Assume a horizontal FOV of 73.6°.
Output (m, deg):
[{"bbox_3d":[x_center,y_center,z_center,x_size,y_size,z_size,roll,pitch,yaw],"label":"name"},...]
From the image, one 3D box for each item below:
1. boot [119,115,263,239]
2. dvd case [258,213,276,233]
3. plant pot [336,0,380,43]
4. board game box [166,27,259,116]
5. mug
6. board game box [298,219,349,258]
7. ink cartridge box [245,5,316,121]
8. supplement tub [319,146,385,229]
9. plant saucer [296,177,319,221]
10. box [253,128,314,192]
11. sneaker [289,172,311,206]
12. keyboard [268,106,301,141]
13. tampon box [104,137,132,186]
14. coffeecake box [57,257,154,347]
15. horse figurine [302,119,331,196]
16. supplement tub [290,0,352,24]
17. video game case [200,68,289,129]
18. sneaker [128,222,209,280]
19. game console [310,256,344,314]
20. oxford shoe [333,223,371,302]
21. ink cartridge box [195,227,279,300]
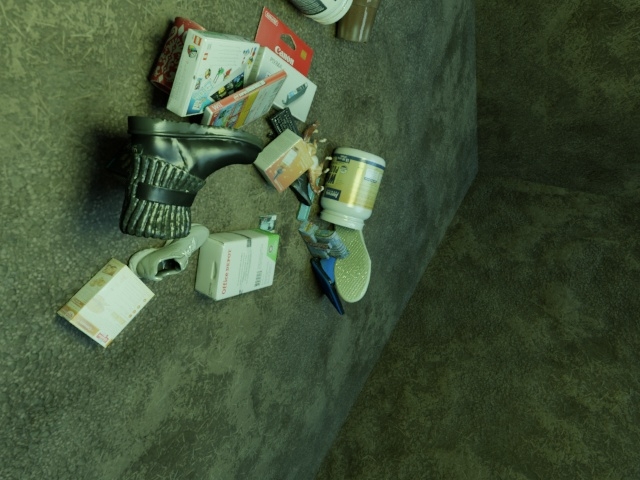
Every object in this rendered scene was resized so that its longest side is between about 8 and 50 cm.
[{"bbox_3d":[-0.292,-0.137,1.003,0.348,0.131,0.260,-4,102,-43],"label":"boot"},{"bbox_3d":[-0.205,-0.038,1.622,0.087,0.013,0.119,-14,119,-54],"label":"dvd case"},{"bbox_3d":[0.134,-0.830,1.587,0.167,0.167,0.165,-29,137,-47],"label":"plant pot"},{"bbox_3d":[-0.270,-0.435,1.116,0.193,0.053,0.305,-62,176,26],"label":"board game box"},{"bbox_3d":[-0.342,-0.451,1.100,0.150,0.113,0.169,29,85,-56],"label":"mug"},{"bbox_3d":[0.000,0.000,1.831,0.060,0.194,0.194,-56,131,-23],"label":"board game box"},{"bbox_3d":[-0.115,-0.571,1.423,0.296,0.066,0.261,11,99,-58],"label":"ink cartridge box"},{"bbox_3d":[0.130,-0.219,1.832,0.228,0.228,0.316,8,99,-58],"label":"supplement tub"},{"bbox_3d":[-0.054,-0.176,1.775,0.067,0.018,0.192,12,96,-58],"label":"plant saucer"},{"bbox_3d":[-0.128,-0.276,1.490,0.170,0.091,0.130,-43,143,-7],"label":"box"},{"bbox_3d":[-0.067,-0.217,1.695,0.089,0.051,0.170,-58,135,-18],"label":"sneaker"},{"bbox_3d":[-0.130,-0.378,1.496,0.108,0.023,0.180,-33,152,-3],"label":"keyboard"},{"bbox_3d":[-0.425,-0.178,1.068,0.120,0.161,0.101,-57,146,-20],"label":"tampon box"},{"bbox_3d":[-0.561,0.165,1.134,0.185,0.068,0.142,-53,145,-26],"label":"coffeecake box"},{"bbox_3d":[-0.024,-0.326,1.669,0.174,0.066,0.263,-47,132,-41],"label":"horse figurine"},{"bbox_3d":[-0.033,-0.808,1.299,0.272,0.191,0.191,11,97,-58],"label":"supplement tub"},{"bbox_3d":[-0.230,-0.377,1.235,0.285,0.204,0.025,-40,93,-30],"label":"video game case"},{"bbox_3d":[-0.411,0.043,1.247,0.262,0.121,0.099,-41,138,-40],"label":"sneaker"},{"bbox_3d":[0.077,0.161,2.025,0.173,0.250,0.293,-32,138,-9],"label":"game console"},{"bbox_3d":[0.141,0.077,1.945,0.130,0.169,0.449,73,11,-58],"label":"oxford shoe"},{"bbox_3d":[-0.281,0.073,1.468,0.273,0.115,0.198,-9,114,-55],"label":"ink cartridge box"}]
